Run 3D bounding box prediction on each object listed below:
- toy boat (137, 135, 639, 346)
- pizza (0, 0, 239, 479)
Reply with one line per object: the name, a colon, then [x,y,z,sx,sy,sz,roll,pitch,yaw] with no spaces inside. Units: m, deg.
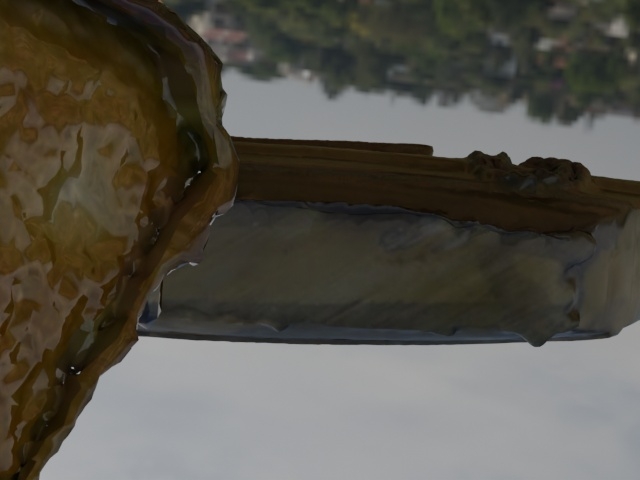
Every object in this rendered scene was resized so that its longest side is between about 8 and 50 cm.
toy boat: [0.000,0.000,1.028,0.445,0.136,0.162,3,-164,1]
pizza: [-0.115,0.036,0.332,0.251,0.288,0.074,-24,-152,-38]
